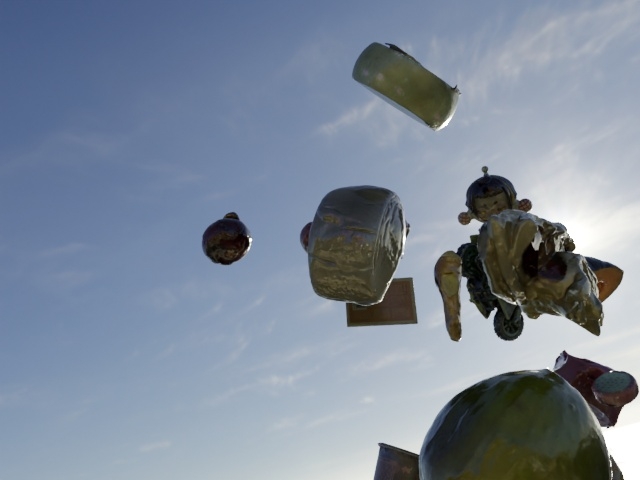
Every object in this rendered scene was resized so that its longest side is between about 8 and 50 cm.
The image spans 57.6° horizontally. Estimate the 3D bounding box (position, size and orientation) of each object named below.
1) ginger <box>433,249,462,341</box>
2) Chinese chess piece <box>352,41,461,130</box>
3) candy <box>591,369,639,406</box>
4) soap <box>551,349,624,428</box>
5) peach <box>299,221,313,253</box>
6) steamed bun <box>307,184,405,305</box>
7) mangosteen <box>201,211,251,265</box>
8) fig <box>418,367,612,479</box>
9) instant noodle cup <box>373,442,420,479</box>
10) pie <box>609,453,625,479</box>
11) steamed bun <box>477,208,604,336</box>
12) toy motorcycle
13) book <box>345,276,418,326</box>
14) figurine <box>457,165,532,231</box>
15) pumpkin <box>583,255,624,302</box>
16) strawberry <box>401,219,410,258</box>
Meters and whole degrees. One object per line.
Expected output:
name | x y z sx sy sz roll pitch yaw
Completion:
ginger | 0.390 0.163 1.761 0.086 0.295 0.131 7 -28 -9
Chinese chess piece | 0.269 -0.487 1.831 0.349 0.349 0.146 16 -70 -49
candy | 0.712 0.358 1.406 0.103 0.043 0.103 -24 11 5
soap | 0.737 0.417 1.620 0.127 0.220 0.325 -55 -18 -13
peach | 0.000 0.000 2.078 0.152 0.152 0.152 -12 -24 -5
steamed bun | 0.104 -0.021 1.628 0.247 0.384 0.236 3 -44 23
mangosteen | -0.312 -0.005 1.939 0.166 0.180 0.166 -3 -61 -5
fig | 0.357 0.393 1.046 0.343 0.343 0.343 -12 -24 -5
instant noodle cup | 0.223 0.656 1.502 0.217 0.207 0.217 18 -19 7
pie | 0.661 0.586 1.488 0.218 0.185 0.052 -1 -41 1
steamed bun | 0.467 0.067 1.176 0.189 0.247 0.428 -3 -8 33
toy motorcycle | 0.624 0.149 2.055 0.237 0.410 0.168 -46 20 -30
book | 0.207 0.212 2.008 0.241 0.170 0.018 -2 -25 0
figurine | 0.678 -0.103 2.256 0.281 0.167 0.370 -13 -63 22
pumpkin | 0.858 0.092 1.855 0.149 0.130 0.254 -34 -45 7
strawberry | 0.205 -0.032 2.327 0.288 0.239 0.250 20 -7 0
